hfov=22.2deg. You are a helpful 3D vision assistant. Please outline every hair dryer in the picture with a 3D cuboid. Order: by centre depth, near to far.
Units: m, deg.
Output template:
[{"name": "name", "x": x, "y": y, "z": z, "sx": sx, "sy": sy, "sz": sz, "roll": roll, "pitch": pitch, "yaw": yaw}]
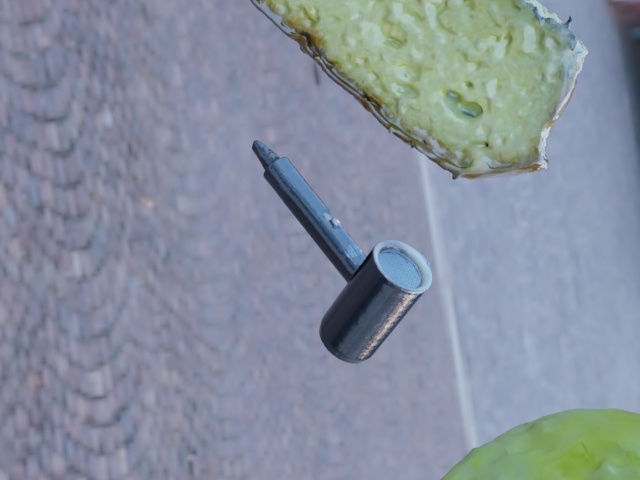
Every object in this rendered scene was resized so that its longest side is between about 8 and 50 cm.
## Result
[{"name": "hair dryer", "x": 0.000, "y": 0.000, "z": 1.701, "sx": 0.070, "sy": 0.128, "sz": 0.255, "roll": -14, "pitch": 56, "yaw": -46}]

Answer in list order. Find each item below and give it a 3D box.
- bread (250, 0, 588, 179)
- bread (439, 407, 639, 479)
[{"name": "bread", "x": 0.072, "y": -0.143, "z": 1.090, "sx": 0.260, "sy": 0.129, "sz": 0.134, "roll": 42, "pitch": 13, "yaw": 14}, {"name": "bread", "x": 0.219, "y": 0.300, "z": 1.165, "sx": 0.348, "sy": 0.348, "sz": 0.308, "roll": -85, "pitch": 152, "yaw": -43}]
